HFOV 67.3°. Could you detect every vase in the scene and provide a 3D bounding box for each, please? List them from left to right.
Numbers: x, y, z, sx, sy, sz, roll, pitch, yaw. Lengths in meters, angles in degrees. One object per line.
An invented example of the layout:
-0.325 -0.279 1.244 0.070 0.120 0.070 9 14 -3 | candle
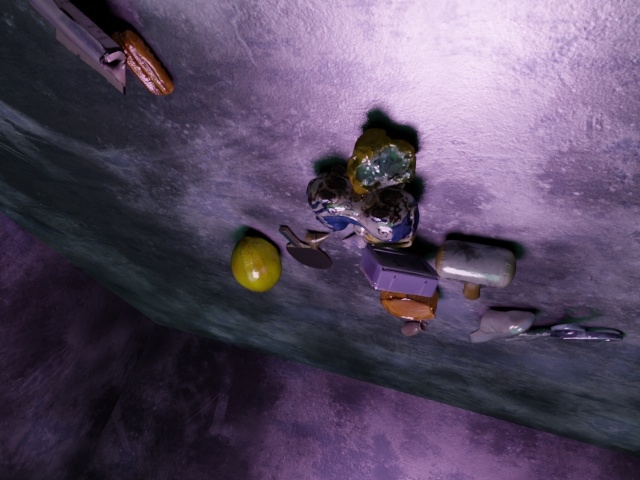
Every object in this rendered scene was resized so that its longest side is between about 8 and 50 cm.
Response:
0.373 0.347 1.904 0.053 0.053 0.100 32 147 -21 | vase

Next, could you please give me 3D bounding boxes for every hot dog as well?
-0.384 -0.383 1.052 0.071 0.045 0.165 3 149 29 | hot dog

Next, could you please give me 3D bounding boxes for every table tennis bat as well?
-0.061 0.031 1.648 0.154 0.021 0.274 2 151 33 | table tennis bat

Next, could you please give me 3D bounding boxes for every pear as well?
-0.231 0.073 1.689 0.187 0.187 0.220 3 136 32 | pear

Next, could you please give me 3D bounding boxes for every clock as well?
0.220 0.086 1.354 0.193 0.073 0.145 10 -160 -19 | clock

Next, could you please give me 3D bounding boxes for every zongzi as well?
0.000 0.000 1.534 0.083 0.040 0.076 -8 153 15 | zongzi

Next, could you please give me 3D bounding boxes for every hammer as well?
0.430 0.104 1.342 0.201 0.113 0.305 13 158 22 | hammer

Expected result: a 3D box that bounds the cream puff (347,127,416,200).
0.126 -0.170 1.023 0.156 0.156 0.121 30 -165 -19 | cream puff

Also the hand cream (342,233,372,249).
0.120 0.008 1.443 0.084 0.053 0.142 24 164 -8 | hand cream

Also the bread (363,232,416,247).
0.181 -0.031 1.299 0.156 0.064 0.117 1 144 38 | bread

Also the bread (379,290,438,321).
0.295 0.187 1.595 0.199 0.104 0.199 13 154 6 | bread

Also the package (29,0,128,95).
-0.492 -0.422 0.999 0.204 0.062 0.251 44 167 -8 | package

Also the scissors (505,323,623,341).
0.723 0.306 1.541 0.255 0.029 0.383 14 160 -25 | scissors

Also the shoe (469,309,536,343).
0.575 0.265 1.561 0.100 0.103 0.251 57 139 5 | shoe

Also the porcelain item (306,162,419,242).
0.100 -0.070 1.186 0.287 0.138 0.186 16 148 16 | porcelain item
